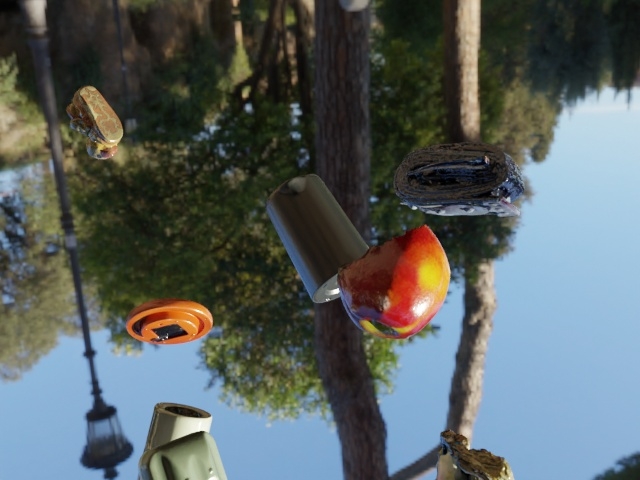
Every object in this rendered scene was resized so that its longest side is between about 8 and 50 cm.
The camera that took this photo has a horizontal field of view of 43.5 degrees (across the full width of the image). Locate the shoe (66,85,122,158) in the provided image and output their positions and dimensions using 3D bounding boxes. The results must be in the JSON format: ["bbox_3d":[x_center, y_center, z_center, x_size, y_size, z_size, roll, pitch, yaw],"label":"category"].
[{"bbox_3d":[-0.348,-0.182,1.241,0.069,0.109,0.072,-24,-157,41],"label":"shoe"}]

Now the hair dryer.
[{"bbox_3d":[-0.259,0.463,1.595,0.128,0.203,0.362,15,177,-27],"label":"hair dryer"}]

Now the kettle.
[{"bbox_3d":[0.009,-0.009,2.189,0.203,0.308,0.262,-39,158,21],"label":"kettle"}]

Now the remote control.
[{"bbox_3d":[-0.158,0.449,1.156,0.128,0.335,0.065,-12,169,-45],"label":"remote control"}]

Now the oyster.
[{"bbox_3d":[0.277,0.453,1.402,0.092,0.198,0.260,-26,-120,-32],"label":"oyster"}]

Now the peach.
[{"bbox_3d":[0.135,0.063,1.478,0.196,0.190,0.226,8,-119,23],"label":"peach"}]

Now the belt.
[{"bbox_3d":[0.233,-0.109,1.390,0.218,0.122,0.128,-1,165,34],"label":"belt"}]

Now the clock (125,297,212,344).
[{"bbox_3d":[-0.361,0.200,1.915,0.205,0.205,0.051,-4,-122,-6],"label":"clock"}]
